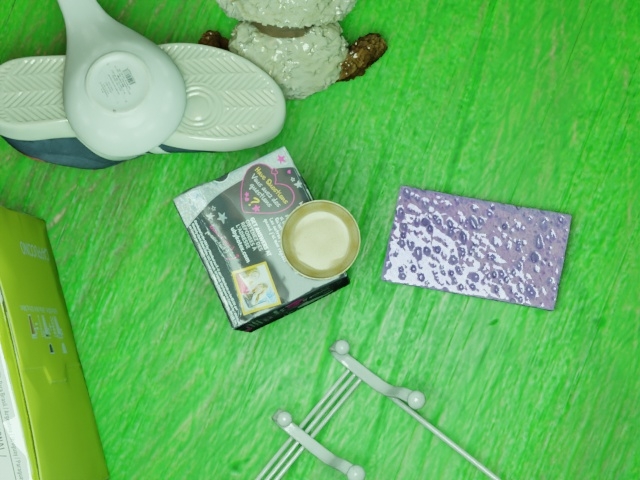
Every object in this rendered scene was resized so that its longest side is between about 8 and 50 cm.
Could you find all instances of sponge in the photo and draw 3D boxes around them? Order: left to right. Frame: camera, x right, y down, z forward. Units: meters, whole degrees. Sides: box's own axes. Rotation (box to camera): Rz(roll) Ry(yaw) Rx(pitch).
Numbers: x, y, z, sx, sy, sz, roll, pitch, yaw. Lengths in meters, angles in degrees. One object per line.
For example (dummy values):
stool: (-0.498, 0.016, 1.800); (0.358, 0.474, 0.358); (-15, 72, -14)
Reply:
sponge: (0.186, 0.010, 1.799); (0.210, 0.031, 0.117); (10, 88, 5)

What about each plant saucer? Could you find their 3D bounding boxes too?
plant saucer: (0.000, 0.000, 1.575); (0.083, 0.015, 0.083); (0, 84, 0)

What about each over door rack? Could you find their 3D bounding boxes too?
over door rack: (0.072, 0.299, 1.735); (0.324, 0.108, 0.239); (40, 80, 5)

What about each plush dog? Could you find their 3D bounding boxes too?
plush dog: (-0.034, -0.271, 1.764); (0.262, 0.211, 0.225); (0, 118, 5)

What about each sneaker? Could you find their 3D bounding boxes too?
sneaker: (-0.211, -0.145, 1.779); (0.350, 0.148, 0.131); (4, 68, 5)

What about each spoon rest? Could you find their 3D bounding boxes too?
spoon rest: (-0.249, -0.222, 1.700); (0.137, 0.084, 0.276); (-25, 82, -6)

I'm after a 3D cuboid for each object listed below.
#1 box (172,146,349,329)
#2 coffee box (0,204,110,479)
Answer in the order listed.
box: (-0.059, 0.002, 1.709); (0.142, 0.247, 0.163); (-25, 85, -1)
coffee box: (-0.460, 0.160, 1.688); (0.334, 0.337, 0.338); (-15, 85, 3)
